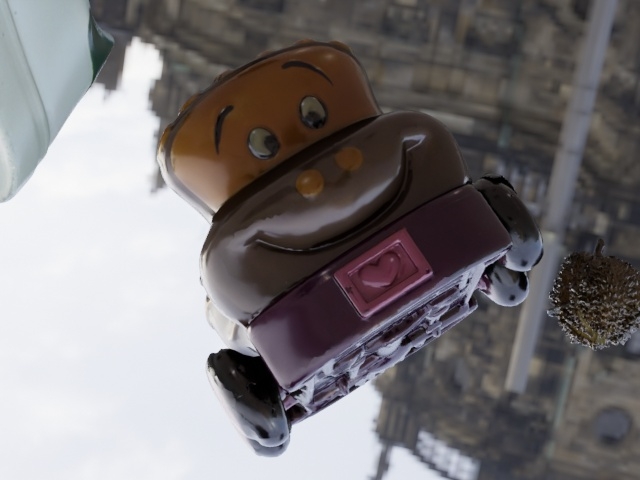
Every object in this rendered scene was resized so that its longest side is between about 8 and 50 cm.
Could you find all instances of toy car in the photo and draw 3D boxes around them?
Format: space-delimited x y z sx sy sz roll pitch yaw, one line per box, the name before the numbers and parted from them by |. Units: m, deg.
toy car | 0.000 0.000 1.256 0.271 0.240 0.340 -32 168 -9

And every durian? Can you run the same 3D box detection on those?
durian | 0.221 0.042 1.295 0.080 0.091 0.080 7 175 1

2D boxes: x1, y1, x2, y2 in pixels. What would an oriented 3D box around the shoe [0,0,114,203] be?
shoe | -0.211 -0.205 0.894 0.132 0.363 0.160 4 -140 30
